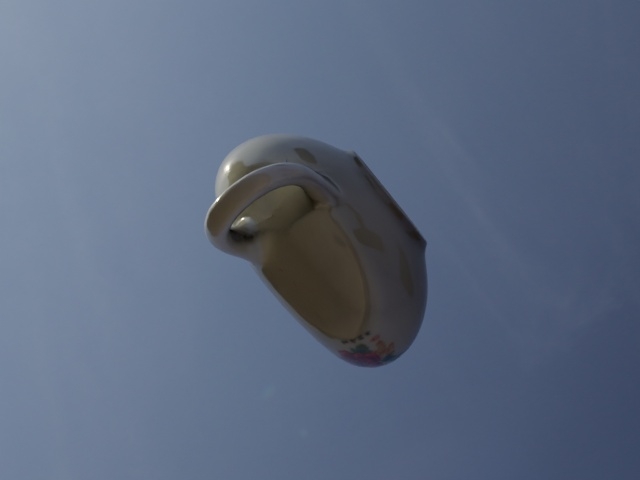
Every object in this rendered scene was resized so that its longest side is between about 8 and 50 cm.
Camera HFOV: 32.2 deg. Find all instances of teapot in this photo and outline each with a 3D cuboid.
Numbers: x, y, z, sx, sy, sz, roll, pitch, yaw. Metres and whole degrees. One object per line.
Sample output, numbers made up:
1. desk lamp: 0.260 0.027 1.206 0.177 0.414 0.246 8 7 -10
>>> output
1. teapot: 0.000 0.000 0.601 0.092 0.226 0.145 -41 -114 3
